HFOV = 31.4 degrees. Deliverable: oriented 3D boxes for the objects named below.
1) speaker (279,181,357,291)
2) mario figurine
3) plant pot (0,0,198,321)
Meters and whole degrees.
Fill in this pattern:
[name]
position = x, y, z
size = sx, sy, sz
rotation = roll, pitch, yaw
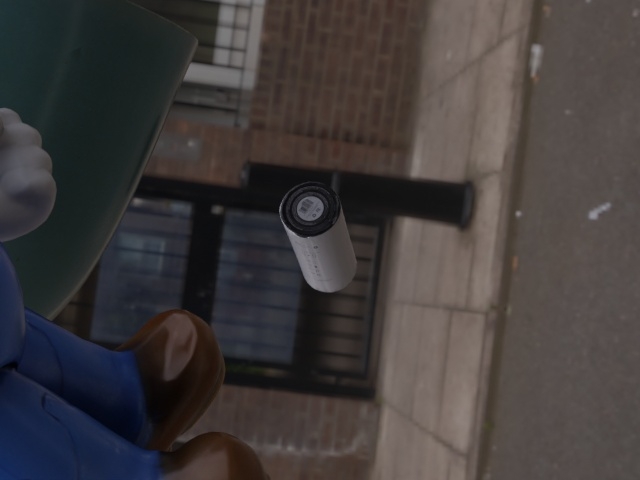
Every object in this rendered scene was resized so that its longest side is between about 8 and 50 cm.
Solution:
[speaker]
position = 0.000, 0.000, 1.047
size = 0.136, 0.055, 0.055
rotation = 70, -157, -65
[mario figurine]
position = -0.141, -0.001, 0.362
size = 0.198, 0.320, 0.170
rotation = 0, 62, 50
[plant pot]
position = -0.253, -0.061, 0.723
size = 0.293, 0.293, 0.235
rotation = -140, 68, -85
